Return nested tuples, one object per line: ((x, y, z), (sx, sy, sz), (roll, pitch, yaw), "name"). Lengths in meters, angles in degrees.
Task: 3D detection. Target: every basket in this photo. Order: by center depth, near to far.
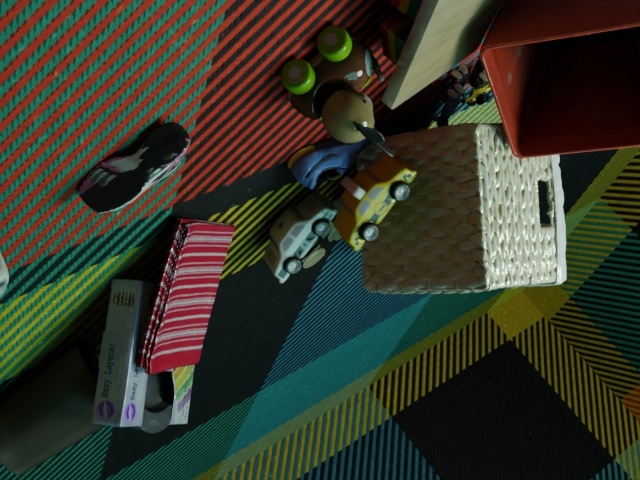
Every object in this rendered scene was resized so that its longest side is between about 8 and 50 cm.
((-0.488, 0.314, 1.696), (0.227, 0.154, 0.204), (-34, 154, -4), "basket")
((0.265, -0.062, 1.800), (0.266, 0.328, 0.331), (-5, -179, -44), "basket")

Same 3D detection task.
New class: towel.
((-0.233, 0.099, 1.643), (0.199, 0.031, 0.275), (6, 101, -69), "towel")

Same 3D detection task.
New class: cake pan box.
((-0.309, 0.212, 1.679), (0.246, 0.070, 0.267), (27, 69, -66), "cake pan box")

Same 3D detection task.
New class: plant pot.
((0.442, -0.327, 1.575), (0.267, 0.236, 0.267), (-4, 141, 25), "plant pot")

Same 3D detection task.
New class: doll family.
((0.292, -0.298, 1.871), (0.193, 0.076, 0.111), (-24, 160, -24), "doll family")

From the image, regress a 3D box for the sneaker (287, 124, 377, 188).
((0.038, -0.152, 1.715), (0.209, 0.082, 0.069), (-28, 156, -32), "sneaker")

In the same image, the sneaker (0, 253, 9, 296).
((-0.527, 0.067, 1.134), (0.292, 0.118, 0.110), (-27, 159, -27), "sneaker")

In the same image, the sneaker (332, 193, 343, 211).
((0.147, -0.044, 2.062), (0.148, 0.131, 0.350), (-36, 160, 3), "sneaker")

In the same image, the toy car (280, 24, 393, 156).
((0.052, -0.213, 1.444), (0.149, 0.188, 0.155), (-41, 160, 6), "toy car")

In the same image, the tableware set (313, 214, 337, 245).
((-0.022, -0.009, 1.967), (0.154, 0.024, 0.104), (-38, 149, -1), "tableware set")

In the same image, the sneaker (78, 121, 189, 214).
((-0.259, -0.094, 1.335), (0.178, 0.072, 0.077), (-32, 170, -4), "sneaker")

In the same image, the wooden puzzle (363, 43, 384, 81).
((0.086, -0.292, 1.515), (0.006, 0.049, 0.083), (-30, 149, 0), "wooden puzzle")

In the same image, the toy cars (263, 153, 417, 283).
((0.011, -0.050, 1.752), (0.087, 0.176, 0.393), (32, 142, -31), "toy cars")

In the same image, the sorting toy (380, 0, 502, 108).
((0.194, -0.372, 1.461), (0.257, 0.089, 0.255), (-38, 162, -35), "sorting toy")

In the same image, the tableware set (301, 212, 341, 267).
((0.000, 0.000, 2.065), (0.141, 0.020, 0.169), (-40, 159, 1), "tableware set")
